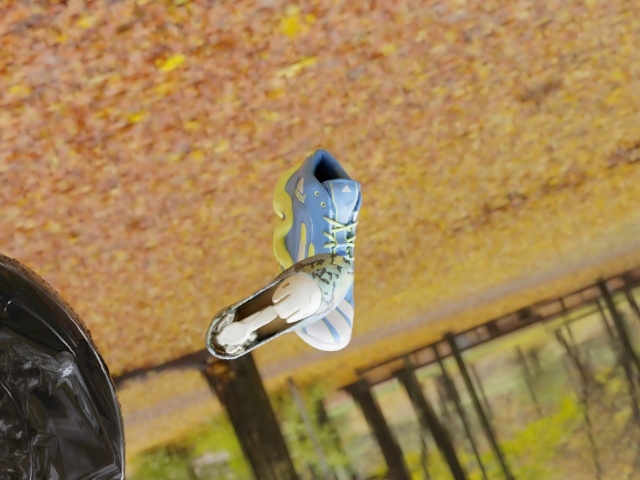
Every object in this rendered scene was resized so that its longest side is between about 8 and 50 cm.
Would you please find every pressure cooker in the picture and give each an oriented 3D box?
[{"bbox_3d":[-0.397,0.176,1.096,0.420,0.375,0.370,-12,-136,58],"label":"pressure cooker"}]

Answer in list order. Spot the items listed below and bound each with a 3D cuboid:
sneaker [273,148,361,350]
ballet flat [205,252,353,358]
[{"bbox_3d":[0.000,0.000,1.501,0.091,0.240,0.126,-1,148,-24],"label":"sneaker"},{"bbox_3d":[-0.048,0.076,1.407,0.188,0.070,0.070,-33,167,25],"label":"ballet flat"}]
